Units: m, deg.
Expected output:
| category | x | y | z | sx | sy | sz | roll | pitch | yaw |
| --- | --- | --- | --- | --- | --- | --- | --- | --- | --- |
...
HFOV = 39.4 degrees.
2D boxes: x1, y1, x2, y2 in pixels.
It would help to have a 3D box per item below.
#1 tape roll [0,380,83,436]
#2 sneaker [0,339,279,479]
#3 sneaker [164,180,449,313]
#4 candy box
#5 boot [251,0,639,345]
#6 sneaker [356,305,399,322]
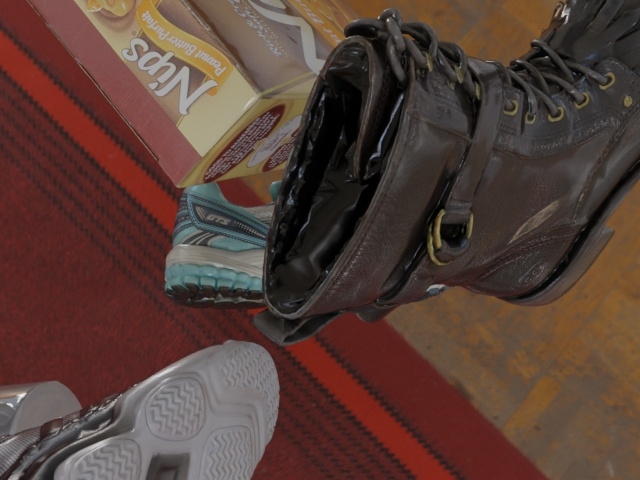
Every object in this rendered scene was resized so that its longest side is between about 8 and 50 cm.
| category | x | y | z | sx | sy | sz | roll | pitch | yaw |
| --- | --- | --- | --- | --- | --- | --- | --- | --- | --- |
| tape roll | -0.333 | 0.272 | 1.018 | 0.072 | 0.219 | 0.219 | -7 | 72 | 9 |
| sneaker | -0.149 | 0.129 | 0.532 | 0.268 | 0.153 | 0.101 | -35 | 123 | -48 |
| sneaker | 0.000 | 0.000 | 0.826 | 0.283 | 0.110 | 0.122 | 5 | 76 | -24 |
| candy box | -0.053 | -0.146 | 0.663 | 0.183 | 0.087 | 0.316 | 50 | 23 | 9 |
| boot | 0.090 | -0.066 | 0.423 | 0.229 | 0.091 | 0.263 | 7 | 109 | -50 |
| sneaker | 0.150 | 0.024 | 1.107 | 0.106 | 0.101 | 0.267 | 48 | 112 | 12 |
